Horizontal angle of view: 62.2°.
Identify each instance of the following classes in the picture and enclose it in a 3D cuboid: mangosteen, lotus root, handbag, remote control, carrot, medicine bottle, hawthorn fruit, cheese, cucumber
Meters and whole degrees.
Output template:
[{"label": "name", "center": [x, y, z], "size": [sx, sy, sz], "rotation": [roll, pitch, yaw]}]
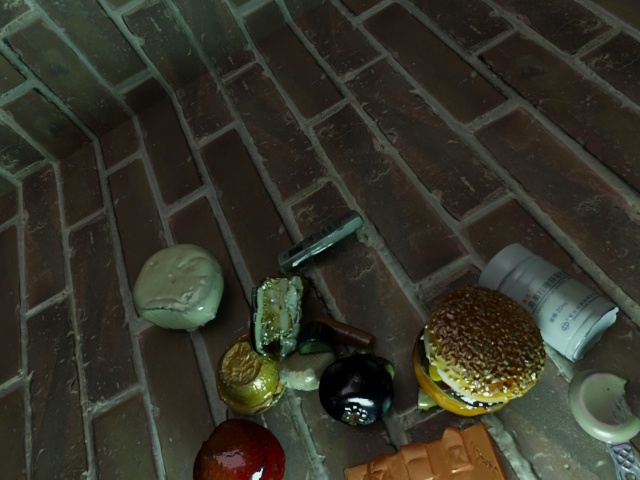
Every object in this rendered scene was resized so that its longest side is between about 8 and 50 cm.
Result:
[{"label": "mangosteen", "center": [0.109, 0.425, 1.552], "size": [0.243, 0.243, 0.242], "rotation": [-11, 55, 17]}, {"label": "lotus root", "center": [-0.120, 0.193, 1.879], "size": [0.190, 0.094, 0.108], "rotation": [-48, 32, -2]}, {"label": "handbag", "center": [0.283, 0.674, 1.368], "size": [0.410, 0.116, 0.303], "rotation": [-22, 49, 8]}, {"label": "remote control", "center": [0.000, -0.001, 1.937], "size": [0.344, 0.050, 0.145], "rotation": [-32, 15, 0]}, {"label": "carrot", "center": [0.070, 0.301, 1.735], "size": [0.225, 0.067, 0.067], "rotation": [15, 65, 28]}, {"label": "medicine bottle", "center": [0.632, 0.164, 1.502], "size": [0.190, 0.190, 0.332], "rotation": [-43, 52, -8]}, {"label": "hawthorn fruit", "center": [-0.211, 0.662, 1.514], "size": [0.300, 0.254, 0.254], "rotation": [34, 76, 24]}, {"label": "cheese", "center": [0.734, 0.462, 1.332], "size": [0.163, 0.082, 0.286], "rotation": [-16, 56, 14]}, {"label": "cucumber", "center": [-0.014, 0.305, 1.675], "size": [0.117, 0.062, 0.115], "rotation": [-10, 22, 11]}]

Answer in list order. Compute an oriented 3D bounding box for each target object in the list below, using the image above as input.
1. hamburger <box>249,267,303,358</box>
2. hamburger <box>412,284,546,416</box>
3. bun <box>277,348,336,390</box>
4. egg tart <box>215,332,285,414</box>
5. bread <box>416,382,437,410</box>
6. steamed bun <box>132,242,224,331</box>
[{"label": "hamburger", "center": [-0.144, 0.232, 1.729], "size": [0.168, 0.192, 0.287], "rotation": [3, 84, -4]}, {"label": "hamburger", "center": [0.422, 0.293, 1.430], "size": [0.330, 0.250, 0.329], "rotation": [0, 57, 0]}, {"label": "bun", "center": [-0.040, 0.405, 1.676], "size": [0.188, 0.111, 0.164], "rotation": [-28, 30, -26]}, {"label": "egg tart", "center": [-0.238, 0.432, 1.756], "size": [0.288, 0.118, 0.288], "rotation": [-9, 58, 15]}, {"label": "bread", "center": [0.326, 0.416, 1.536], "size": [0.095, 0.083, 0.157], "rotation": [-3, 55, 13]}, {"label": "steamed bun", "center": [-0.500, 0.178, 1.963], "size": [0.334, 0.233, 0.311], "rotation": [7, 59, 17]}]
